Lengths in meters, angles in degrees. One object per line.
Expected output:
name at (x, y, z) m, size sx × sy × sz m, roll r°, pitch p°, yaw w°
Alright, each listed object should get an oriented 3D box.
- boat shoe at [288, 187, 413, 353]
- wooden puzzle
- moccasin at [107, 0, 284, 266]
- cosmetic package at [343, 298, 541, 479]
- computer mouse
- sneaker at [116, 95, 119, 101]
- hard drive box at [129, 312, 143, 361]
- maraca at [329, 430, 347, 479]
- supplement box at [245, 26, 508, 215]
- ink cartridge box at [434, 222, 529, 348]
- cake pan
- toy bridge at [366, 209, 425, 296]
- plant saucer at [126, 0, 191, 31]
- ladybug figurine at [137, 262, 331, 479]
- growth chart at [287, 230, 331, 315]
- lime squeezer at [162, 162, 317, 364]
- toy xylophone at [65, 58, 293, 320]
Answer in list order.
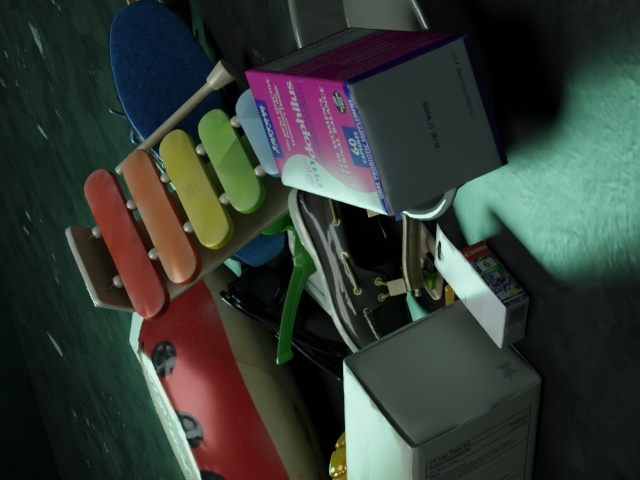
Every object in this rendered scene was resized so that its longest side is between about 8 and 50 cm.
boat shoe at (0.045, 0.033, 1.750) m, size 0.068 × 0.081 × 0.228 m, roll -30°, pitch 86°, yaw 42°
wooden puzzle at (0.102, 0.017, 1.682) m, size 0.116 × 0.014 × 0.078 m, roll 53°, pitch 157°, yaw 34°
moccasin at (-0.160, -0.116, 2.034) m, size 0.117 × 0.138 × 0.342 m, roll 138°, pitch 108°, yaw -82°
cosmetic package at (0.115, 0.218, 1.677) m, size 0.129 × 0.153 × 0.296 m, roll 50°, pitch 154°, yaw 36°
computer mouse at (-0.025, 0.089, 2.019) m, size 0.184 × 0.060 × 0.262 m, roll 35°, pitch -179°, yaw -1°
sneaker at (-0.226, -0.181, 2.219) m, size 0.063 × 0.075 × 0.170 m, roll 37°, pitch 146°, yaw 54°
hard drive box at (-0.202, 0.163, 2.539) m, size 0.181 × 0.089 × 0.232 m, roll 60°, pitch 160°, yaw 17°
maraca at (0.059, 0.251, 1.954) m, size 0.186 × 0.099 × 0.127 m, roll -96°, pitch 3°, yaw -48°
supplement box at (0.040, -0.102, 1.393) m, size 0.220 × 0.114 × 0.111 m, roll 20°, pitch 132°, yaw 67°
ink cartridge box at (0.146, 0.036, 1.565) m, size 0.115 × 0.029 × 0.063 m, roll 54°, pitch 158°, yaw 34°
cake pan at (0.062, -0.162, 1.515) m, size 0.293 × 0.054 × 0.293 m, roll 53°, pitch 157°, yaw 34°
toy bridge at (0.069, -0.036, 1.660) m, size 0.063 × 0.026 × 0.188 m, roll -18°, pitch 88°, yaw 58°
plant saucer at (-0.208, -0.301, 2.107) m, size 0.168 × 0.029 × 0.168 m, roll 54°, pitch 158°, yaw 34°
ladybug figurine at (-0.120, 0.228, 2.260) m, size 0.305 × 0.162 × 0.449 m, roll 26°, pitch 139°, yaw 68°
growth chart at (0.000, 0.000, 1.919) m, size 0.172 × 0.021 × 0.237 m, roll 46°, pitch 153°, yaw 44°
lime squeezer at (-0.064, 0.001, 1.899) m, size 0.310 × 0.110 × 0.059 m, roll 57°, pitch 177°, yaw 32°
toy xylophone at (-0.141, -0.066, 1.869) m, size 0.081 × 0.322 × 0.236 m, roll 31°, pitch -161°, yaw -54°
